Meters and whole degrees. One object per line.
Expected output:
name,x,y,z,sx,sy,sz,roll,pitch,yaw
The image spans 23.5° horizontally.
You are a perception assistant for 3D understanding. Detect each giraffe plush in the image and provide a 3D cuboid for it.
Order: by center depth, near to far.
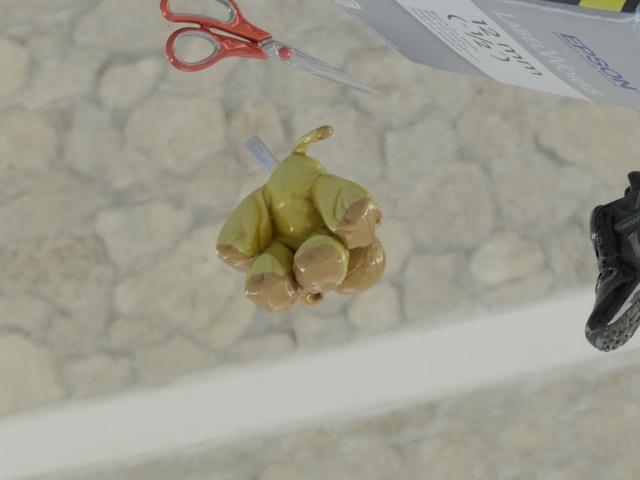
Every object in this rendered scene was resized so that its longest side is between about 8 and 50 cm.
giraffe plush,0.000,0.000,1.647,0.181,0.210,0.170,-29,139,14

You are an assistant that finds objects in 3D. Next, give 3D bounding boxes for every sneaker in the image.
sneaker,0.381,0.022,1.956,0.124,0.107,0.283,29,-126,18

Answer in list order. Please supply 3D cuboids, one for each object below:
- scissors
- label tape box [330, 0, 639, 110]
scissors,-0.060,-0.252,1.945,0.297,0.109,0.021,6,171,-18
label tape box,0.167,-0.191,0.731,0.115,0.249,0.348,34,174,-36
